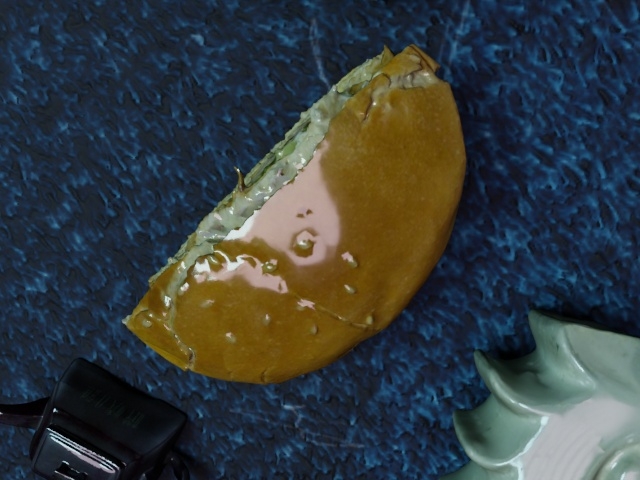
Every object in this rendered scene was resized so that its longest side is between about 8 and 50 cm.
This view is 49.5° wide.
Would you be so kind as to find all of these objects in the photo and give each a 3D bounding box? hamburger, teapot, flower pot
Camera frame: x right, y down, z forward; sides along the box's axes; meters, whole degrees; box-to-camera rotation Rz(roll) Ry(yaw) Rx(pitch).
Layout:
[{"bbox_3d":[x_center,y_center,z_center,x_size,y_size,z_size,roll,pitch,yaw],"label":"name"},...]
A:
[{"bbox_3d":[0.000,0.000,0.495,0.283,0.144,0.156,-43,94,16],"label":"hamburger"},{"bbox_3d":[-0.197,0.181,0.604,0.177,0.096,0.087,28,108,1],"label":"teapot"},{"bbox_3d":[0.269,0.203,0.484,0.367,0.164,0.254,13,91,3],"label":"flower pot"}]
